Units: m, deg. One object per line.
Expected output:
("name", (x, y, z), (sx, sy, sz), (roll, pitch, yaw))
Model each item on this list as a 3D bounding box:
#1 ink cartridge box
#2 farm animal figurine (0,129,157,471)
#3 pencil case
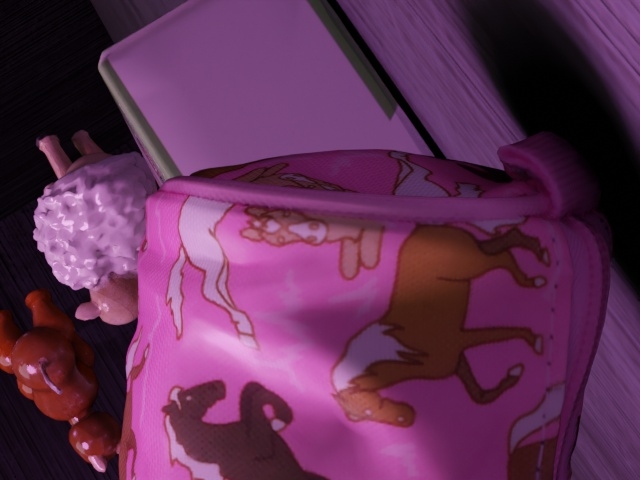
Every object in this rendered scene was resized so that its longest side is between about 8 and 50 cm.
("ink cartridge box", (0.000, 0.000, 1.014), (0.201, 0.117, 0.278), (57, 175, 16))
("farm animal figurine", (-0.048, 0.050, 1.317), (0.172, 0.330, 0.327), (58, 148, 32))
("pencil case", (0.012, 0.156, 0.630), (0.160, 0.167, 0.386), (-174, 85, -79))
